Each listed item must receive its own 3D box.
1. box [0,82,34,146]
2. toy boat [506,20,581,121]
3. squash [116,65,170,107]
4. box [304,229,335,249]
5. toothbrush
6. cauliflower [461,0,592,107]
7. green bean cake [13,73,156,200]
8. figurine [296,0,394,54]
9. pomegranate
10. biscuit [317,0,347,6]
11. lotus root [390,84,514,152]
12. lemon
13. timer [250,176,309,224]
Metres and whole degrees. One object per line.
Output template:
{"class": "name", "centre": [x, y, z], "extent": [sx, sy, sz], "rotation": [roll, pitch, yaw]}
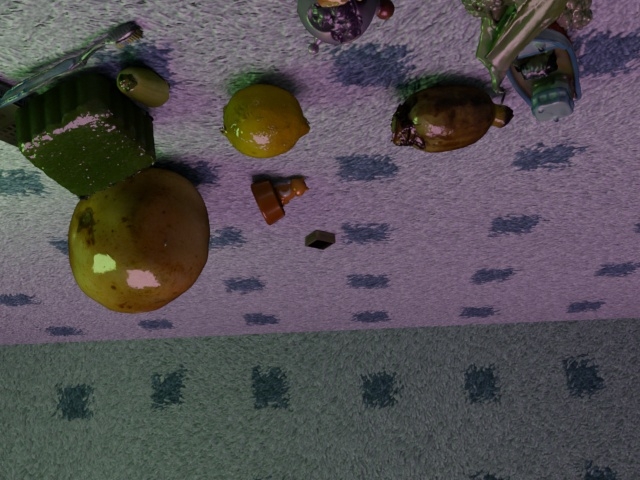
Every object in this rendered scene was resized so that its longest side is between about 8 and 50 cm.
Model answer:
{"class": "box", "centre": [-0.709, -0.281, 1.809], "extent": [0.180, 0.047, 0.325], "rotation": [-17, 153, 34]}
{"class": "toy boat", "centre": [0.472, -0.357, 1.591], "extent": [0.145, 0.133, 0.332], "rotation": [-11, 156, 25]}
{"class": "squash", "centre": [-0.400, -0.347, 1.636], "extent": [0.090, 0.075, 0.200], "rotation": [15, -179, 7]}
{"class": "box", "centre": [0.000, 0.000, 2.564], "extent": [0.083, 0.035, 0.079], "rotation": [12, 154, -29]}
{"class": "toothbrush", "centre": [-0.545, -0.363, 1.584], "extent": [0.413, 0.035, 0.042], "rotation": [-19, 156, 23]}
{"class": "cauliflower", "centre": [0.331, -0.395, 1.299], "extent": [0.239, 0.315, 0.256], "rotation": [26, -159, 23]}
{"class": "green bean cake", "centre": [-0.536, -0.243, 1.720], "extent": [0.247, 0.156, 0.250], "rotation": [-25, 145, 12]}
{"class": "figurine", "centre": [0.072, -0.454, 1.333], "extent": [0.274, 0.133, 0.194], "rotation": [-19, 138, 30]}
{"class": "pomegranate", "centre": [-0.486, 0.000, 2.074], "extent": [0.416, 0.417, 0.417], "rotation": [-1, 158, -1]}
{"class": "biscuit", "centre": [0.106, -0.506, 1.194], "extent": [0.309, 0.040, 0.204], "rotation": [-18, 125, 14]}
{"class": "lotus root", "centre": [0.299, -0.286, 1.746], "extent": [0.314, 0.141, 0.169], "rotation": [-7, 162, -12]}
{"class": "lemon", "centre": [-0.126, -0.272, 1.707], "extent": [0.206, 0.173, 0.173], "rotation": [6, 157, -9]}
{"class": "timer", "centre": [-0.107, -0.132, 2.153], "extent": [0.152, 0.132, 0.132], "rotation": [-24, 156, 1]}
